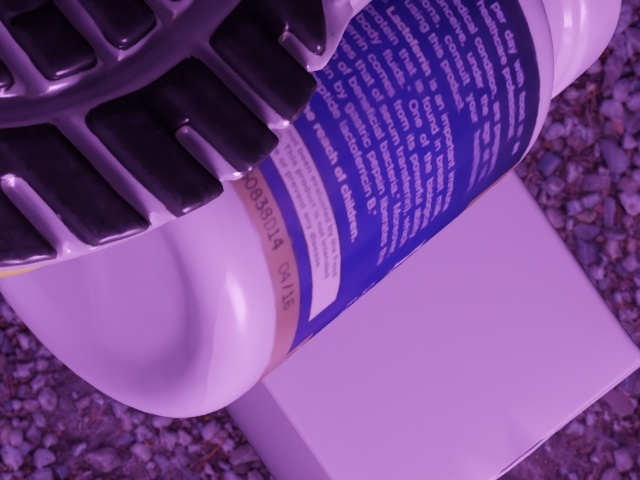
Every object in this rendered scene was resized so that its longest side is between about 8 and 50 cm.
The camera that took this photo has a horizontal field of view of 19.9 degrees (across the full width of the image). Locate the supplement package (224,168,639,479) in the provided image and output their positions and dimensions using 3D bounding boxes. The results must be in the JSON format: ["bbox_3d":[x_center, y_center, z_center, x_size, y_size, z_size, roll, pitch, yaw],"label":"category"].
[{"bbox_3d":[0.000,0.000,0.993,0.177,0.293,0.175,-35,-176,-14],"label":"supplement package"}]

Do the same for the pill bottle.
[{"bbox_3d":[-0.002,-0.060,0.726,0.264,0.153,0.153,-38,-175,-36],"label":"pill bottle"}]

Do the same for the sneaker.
[{"bbox_3d":[-0.037,-0.053,0.409,0.208,0.081,0.094,-38,-173,-29],"label":"sneaker"}]
